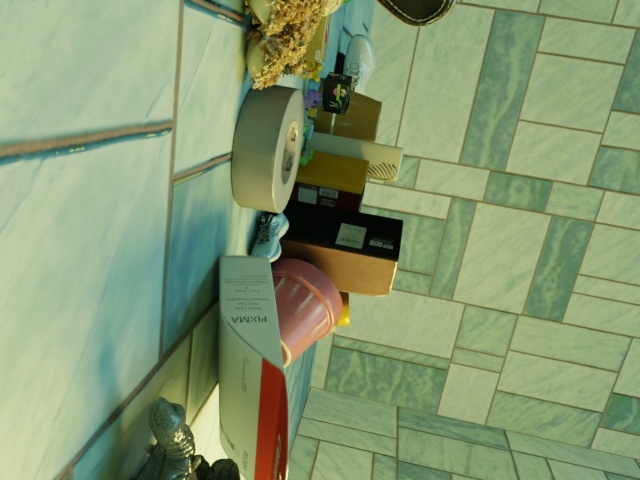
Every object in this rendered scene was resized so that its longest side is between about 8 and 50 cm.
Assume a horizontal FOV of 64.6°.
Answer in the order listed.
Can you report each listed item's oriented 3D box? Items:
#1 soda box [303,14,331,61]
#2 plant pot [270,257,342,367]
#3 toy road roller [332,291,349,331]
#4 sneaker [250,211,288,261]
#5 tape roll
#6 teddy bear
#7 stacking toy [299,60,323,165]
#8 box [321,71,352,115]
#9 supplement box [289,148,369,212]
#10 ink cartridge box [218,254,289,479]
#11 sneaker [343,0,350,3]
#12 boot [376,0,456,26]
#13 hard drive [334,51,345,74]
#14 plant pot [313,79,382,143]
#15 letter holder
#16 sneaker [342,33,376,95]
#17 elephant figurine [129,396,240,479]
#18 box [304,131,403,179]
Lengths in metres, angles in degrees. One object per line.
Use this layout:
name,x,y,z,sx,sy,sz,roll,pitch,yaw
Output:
soda box,-0.009,-0.482,1.091,0.061,0.058,0.181,-64,164,-69
plant pot,-0.077,0.168,1.098,0.180,0.202,0.201,-51,155,-45
toy road roller,-0.018,0.119,1.509,0.329,0.203,0.240,-75,163,-80
sneaker,-0.114,-0.017,1.040,0.162,0.064,0.073,-79,158,-48
tape roll,-0.086,-0.160,0.884,0.219,0.073,0.218,11,90,-85
teddy bear,-0.034,-0.372,0.807,0.338,0.113,0.244,-68,169,-62
stacking toy,-0.035,-0.307,1.243,0.167,0.052,0.220,58,45,-79
box,0.040,-0.364,1.256,0.083,0.062,0.052,94,13,-48
supplement box,0.022,-0.123,1.399,0.129,0.192,0.194,-73,172,-45
ink cartridge box,-0.114,0.254,0.762,0.384,0.091,0.307,-103,-162,-55
sneaker,0.061,-0.635,1.220,0.295,0.110,0.123,-70,165,-59
boot,0.030,-0.395,0.589,0.377,0.138,0.284,54,34,-22
hard drive,0.071,-0.609,1.792,0.135,0.022,0.094,-60,160,-74
plant pot,0.088,-0.379,1.571,0.205,0.188,0.204,11,90,-84
letter holder,0.026,0.049,1.216,0.152,0.302,0.214,-72,171,-49
sneaker,0.121,-0.558,1.760,0.129,0.111,0.296,-62,163,-51
elephant figurine,-0.182,0.318,0.588,0.185,0.170,0.239,60,-7,27
box,0.093,-0.239,1.456,0.113,0.276,0.094,-4,105,-83
